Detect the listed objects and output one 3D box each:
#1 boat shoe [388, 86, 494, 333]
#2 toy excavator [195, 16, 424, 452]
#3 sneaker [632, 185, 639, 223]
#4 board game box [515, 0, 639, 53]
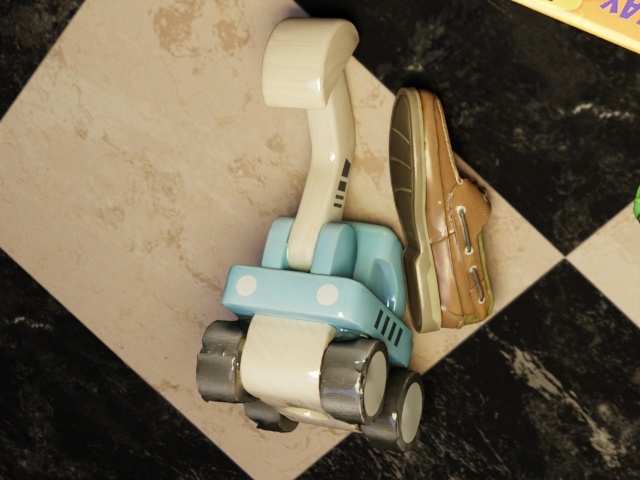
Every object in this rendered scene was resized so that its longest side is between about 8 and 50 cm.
[{"bbox_3d":[0.151,-0.041,1.733,0.104,0.111,0.307,-9,107,-10],"label":"boat shoe"},{"bbox_3d":[0.000,0.000,1.766,0.222,0.445,0.433,5,162,23],"label":"toy excavator"},{"bbox_3d":[0.450,-0.106,1.516,0.146,0.134,0.343,33,128,6],"label":"sneaker"},{"bbox_3d":[0.399,-0.311,1.213,0.356,0.356,0.356,25,104,11],"label":"board game box"}]
